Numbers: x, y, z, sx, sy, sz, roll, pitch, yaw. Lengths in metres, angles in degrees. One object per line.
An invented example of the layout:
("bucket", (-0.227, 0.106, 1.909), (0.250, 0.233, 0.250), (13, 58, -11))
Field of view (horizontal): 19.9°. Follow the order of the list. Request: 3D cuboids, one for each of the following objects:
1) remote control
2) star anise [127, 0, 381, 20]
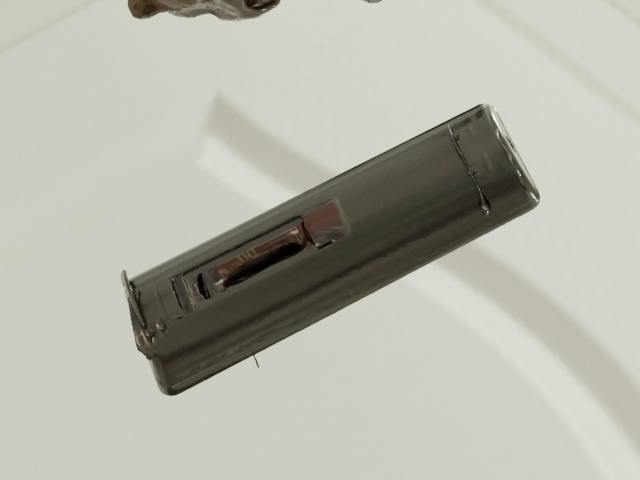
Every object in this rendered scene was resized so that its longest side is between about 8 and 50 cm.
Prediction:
("remote control", (0.000, 0.000, 0.384), (0.034, 0.091, 0.016), (66, 7, 31))
("star anise", (-0.005, -0.180, 0.757), (0.099, 0.220, 0.214), (11, -31, 36))
